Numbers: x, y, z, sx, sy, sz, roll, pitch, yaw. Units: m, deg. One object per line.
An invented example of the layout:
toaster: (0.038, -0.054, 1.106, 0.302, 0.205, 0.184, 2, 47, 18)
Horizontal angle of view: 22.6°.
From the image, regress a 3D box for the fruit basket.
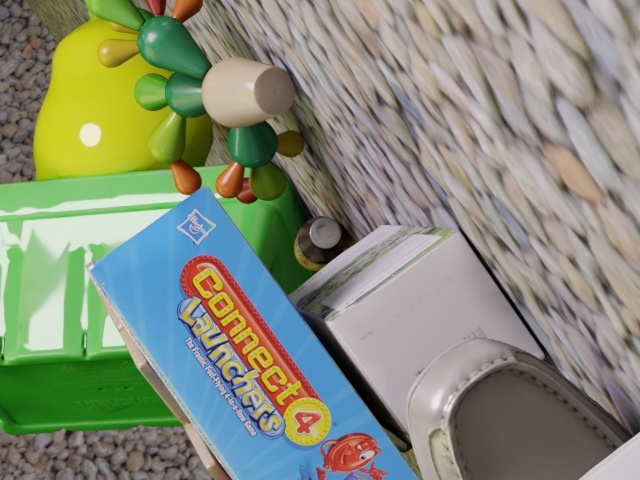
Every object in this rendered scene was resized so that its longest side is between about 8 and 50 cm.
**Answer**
fruit basket: (-0.185, -0.022, 1.551, 0.392, 0.392, 0.283, 51, 172, 33)

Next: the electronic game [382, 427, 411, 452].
electronic game: (0.034, 0.125, 1.702, 0.229, 0.048, 0.229, 57, 170, 15)

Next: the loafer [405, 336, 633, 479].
loafer: (0.163, 0.178, 0.803, 0.319, 0.112, 0.111, 49, 171, -16)

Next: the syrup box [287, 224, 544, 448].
syrup box: (0.050, 0.054, 1.011, 0.096, 0.093, 0.237, 55, 174, -5)

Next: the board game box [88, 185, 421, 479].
board game box: (-0.007, 0.137, 1.027, 0.302, 0.086, 0.308, 53, 175, 9)

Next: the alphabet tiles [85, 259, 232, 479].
alphabet tiles: (-0.058, 0.170, 1.175, 0.342, 0.011, 0.285, 56, 176, -29)

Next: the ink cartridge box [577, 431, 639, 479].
ink cartridge box: (0.192, 0.174, 0.597, 0.154, 0.093, 0.212, 46, 171, 49)

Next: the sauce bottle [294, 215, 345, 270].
sauce bottle: (0.000, 0.000, 1.338, 0.042, 0.042, 0.128, 54, 173, 5)

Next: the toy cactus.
toy cactus: (-0.073, -0.109, 1.159, 0.180, 0.112, 0.219, 7, 133, 56)
